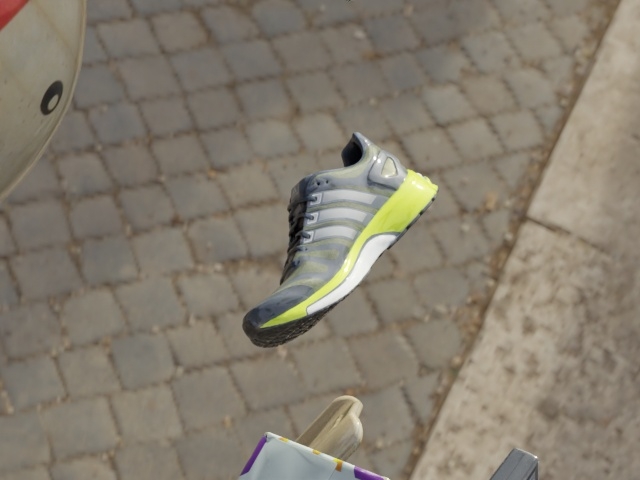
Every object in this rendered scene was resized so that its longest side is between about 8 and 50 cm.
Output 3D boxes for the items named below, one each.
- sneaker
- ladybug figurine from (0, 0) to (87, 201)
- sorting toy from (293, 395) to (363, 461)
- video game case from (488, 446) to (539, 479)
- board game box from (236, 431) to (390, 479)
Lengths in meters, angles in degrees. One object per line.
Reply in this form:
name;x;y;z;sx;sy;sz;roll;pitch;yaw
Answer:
sneaker;0.000;0.000;1.714;0.121;0.111;0.300;44;52;-1
ladybug figurine;-0.281;-0.207;0.836;0.449;0.162;0.305;46;21;-30
sorting toy;-0.065;0.272;1.487;0.041;0.229;0.307;43;90;0
video game case;0.139;0.378;1.584;0.035;0.248;0.275;23;53;27
board game box;0.052;0.277;1.158;0.142;0.275;0.144;13;67;51
